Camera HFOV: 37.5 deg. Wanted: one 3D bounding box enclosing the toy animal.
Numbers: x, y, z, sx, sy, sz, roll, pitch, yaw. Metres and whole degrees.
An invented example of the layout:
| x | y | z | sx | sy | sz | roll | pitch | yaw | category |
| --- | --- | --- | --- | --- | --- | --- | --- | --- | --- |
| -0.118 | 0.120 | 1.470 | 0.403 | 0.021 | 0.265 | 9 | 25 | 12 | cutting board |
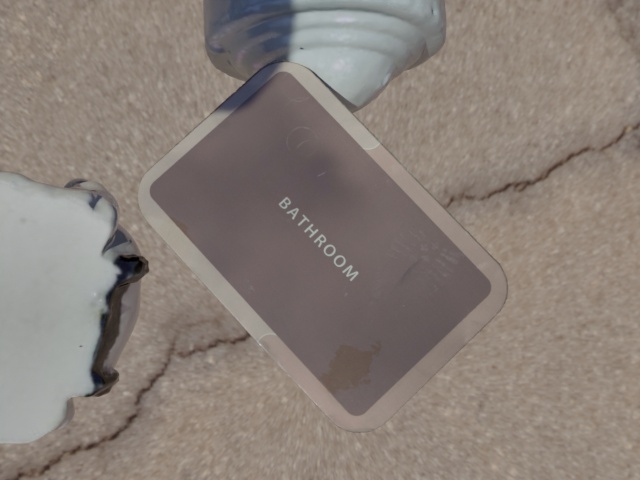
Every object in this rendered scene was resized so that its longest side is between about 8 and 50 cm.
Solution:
| x | y | z | sx | sy | sz | roll | pitch | yaw | category |
| --- | --- | --- | --- | --- | --- | --- | --- | --- | --- |
| -0.248 | 0.034 | 0.742 | 0.204 | 0.156 | 0.208 | 10 | 105 | -25 | toy animal |

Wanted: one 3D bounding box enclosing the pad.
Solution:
| x | y | z | sx | sy | sz | roll | pitch | yaw | category |
| --- | --- | --- | --- | --- | --- | --- | --- | --- | --- |
| 0.000 | 0.000 | 0.720 | 0.176 | 0.002 | 0.266 | -43 | 83 | -6 | pad |

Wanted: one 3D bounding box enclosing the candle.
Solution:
| x | y | z | sx | sy | sz | roll | pitch | yaw | category |
| --- | --- | --- | --- | --- | --- | --- | --- | --- | --- |
| 0.002 | -0.251 | 0.815 | 0.221 | 0.221 | 0.342 | -5 | 81 | -1 | candle |
